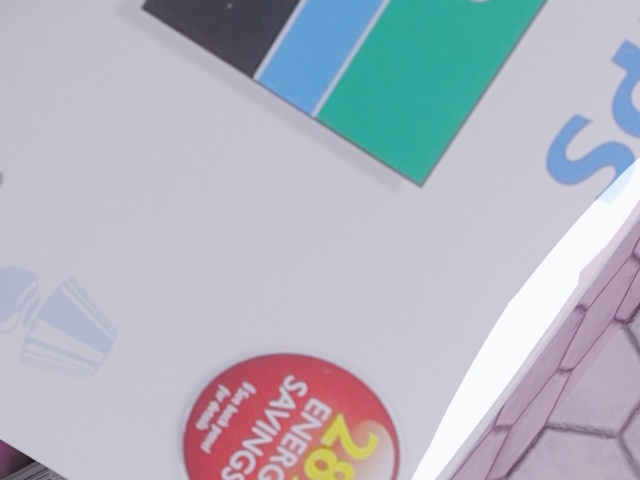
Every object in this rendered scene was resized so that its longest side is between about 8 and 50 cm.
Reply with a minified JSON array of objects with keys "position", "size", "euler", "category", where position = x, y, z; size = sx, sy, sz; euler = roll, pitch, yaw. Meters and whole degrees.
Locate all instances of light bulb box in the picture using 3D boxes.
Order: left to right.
[{"position":[0.014,-0.104,0.574],"size":[0.358,0.225,0.361],"euler":[-57,-174,15],"category":"light bulb box"}]

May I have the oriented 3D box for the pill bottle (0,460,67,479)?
[{"position":[-0.216,0.277,0.706],"size":[0.392,0.224,0.224],"euler":[-28,153,-6],"category":"pill bottle"}]
